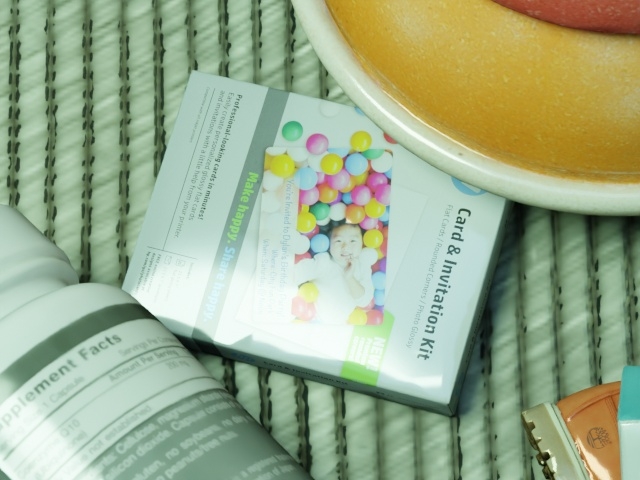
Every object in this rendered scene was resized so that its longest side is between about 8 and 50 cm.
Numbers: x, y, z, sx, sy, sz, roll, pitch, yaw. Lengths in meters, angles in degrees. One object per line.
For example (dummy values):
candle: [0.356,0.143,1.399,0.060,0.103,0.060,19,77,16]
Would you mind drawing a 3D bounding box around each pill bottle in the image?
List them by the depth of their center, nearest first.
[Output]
pill bottle: [-0.107,0.125,0.977,0.161,0.161,0.283,-45,73,-5]

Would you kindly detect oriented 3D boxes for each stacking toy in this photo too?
stacking toy: [0.144,-0.249,0.866,0.350,0.480,0.351,-1,68,2]

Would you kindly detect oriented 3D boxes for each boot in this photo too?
boot: [0.169,0.139,0.987,0.084,0.059,0.158,-23,71,-3]

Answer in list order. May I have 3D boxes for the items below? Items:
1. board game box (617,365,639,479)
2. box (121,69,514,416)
board game box: [0.305,0.181,0.873,0.336,0.079,0.254,-2,105,11]
box: [0.000,0.000,1.060,0.186,0.038,0.145,15,77,11]
